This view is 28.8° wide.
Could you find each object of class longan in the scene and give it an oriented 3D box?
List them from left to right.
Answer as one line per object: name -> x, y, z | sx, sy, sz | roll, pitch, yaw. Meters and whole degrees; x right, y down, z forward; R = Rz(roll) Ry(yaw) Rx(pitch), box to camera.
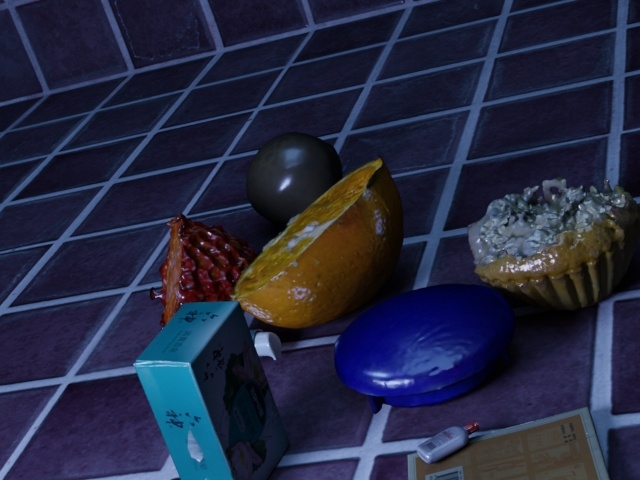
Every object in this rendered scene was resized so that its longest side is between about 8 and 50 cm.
longan -> -0.048, -0.117, 2.407 | 0.198, 0.198, 0.212 | -22, 13, -7

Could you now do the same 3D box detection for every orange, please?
orange -> 0.004, 0.000, 2.035 | 0.274, 0.274, 0.310 | 3, 75, 40

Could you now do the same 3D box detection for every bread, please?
bread -> 0.357, 0.008, 1.875 | 0.274, 0.149, 0.274 | -22, 21, 9

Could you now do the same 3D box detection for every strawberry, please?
strawberry -> -0.192, 0.072, 2.171 | 0.178, 0.233, 0.234 | 5, 19, -15

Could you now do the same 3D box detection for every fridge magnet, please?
fridge magnet -> 0.148, 0.146, 1.773 | 0.266, 0.112, 0.265 | -15, 25, 7

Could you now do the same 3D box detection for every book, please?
book -> 0.226, 0.285, 1.531 | 0.242, 0.018, 0.170 | -16, 24, 10

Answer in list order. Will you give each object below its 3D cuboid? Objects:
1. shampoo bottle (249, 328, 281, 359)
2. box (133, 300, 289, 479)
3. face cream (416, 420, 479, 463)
shampoo bottle -> -0.156, 0.170, 1.997 | 0.192, 0.074, 0.074 | -7, 26, 26
box -> -0.140, 0.221, 1.663 | 0.092, 0.244, 0.153 | -3, 30, 28
face cream -> 0.165, 0.256, 1.593 | 0.083, 0.021, 0.040 | -27, 22, -14
